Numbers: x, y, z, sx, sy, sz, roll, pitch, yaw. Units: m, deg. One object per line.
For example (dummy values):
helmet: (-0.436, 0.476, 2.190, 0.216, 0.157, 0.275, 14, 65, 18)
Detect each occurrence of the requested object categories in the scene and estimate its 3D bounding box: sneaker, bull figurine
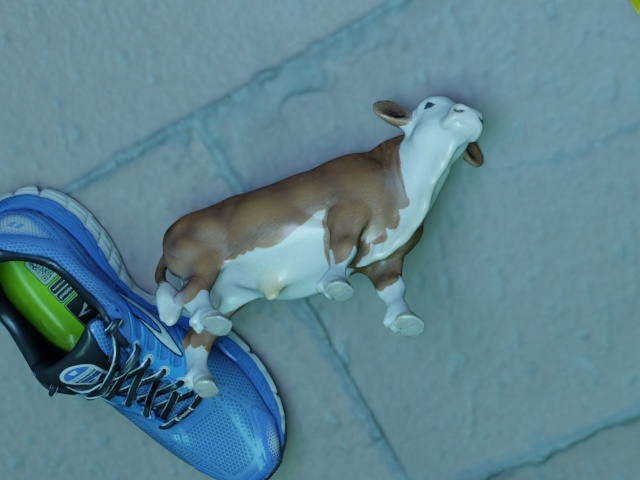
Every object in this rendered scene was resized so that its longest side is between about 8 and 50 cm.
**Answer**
sneaker: (-0.172, 0.103, 1.238, 0.330, 0.147, 0.130, 40, 113, -7)
bull figurine: (0.000, 0.000, 1.160, 0.310, 0.188, 0.101, -23, 127, 25)

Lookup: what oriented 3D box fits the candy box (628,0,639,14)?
candy box: (0.325, -0.225, 1.053, 0.105, 0.027, 0.206, 22, 121, -28)
